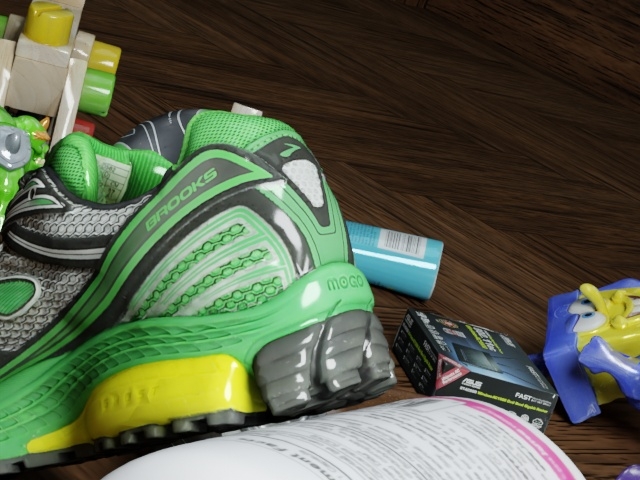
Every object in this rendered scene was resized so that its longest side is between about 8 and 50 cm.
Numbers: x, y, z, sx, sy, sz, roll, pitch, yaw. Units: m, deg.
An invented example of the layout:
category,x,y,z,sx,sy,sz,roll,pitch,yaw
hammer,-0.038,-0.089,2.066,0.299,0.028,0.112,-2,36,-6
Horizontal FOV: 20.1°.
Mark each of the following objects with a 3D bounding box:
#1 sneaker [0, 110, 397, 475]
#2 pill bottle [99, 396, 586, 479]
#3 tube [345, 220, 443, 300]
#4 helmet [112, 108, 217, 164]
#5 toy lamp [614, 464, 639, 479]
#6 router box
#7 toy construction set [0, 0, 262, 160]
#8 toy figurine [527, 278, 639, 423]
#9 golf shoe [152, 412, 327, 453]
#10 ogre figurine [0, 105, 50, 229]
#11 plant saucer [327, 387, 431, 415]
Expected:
category,x,y,z,sx,sy,sz,roll,pitch,yaw
sneaker,-0.111,0.031,0.851,0.344,0.146,0.134,-17,-9,38
pill bottle,-0.010,0.153,0.705,0.160,0.160,0.283,28,17,29
tube,0.000,0.000,1.544,0.207,0.052,0.080,15,9,1
helmet,-0.083,-0.010,1.223,0.161,0.169,0.169,45,23,22
toy lamp,0.290,0.217,1.059,0.275,0.080,0.080,27,16,28
router box,0.113,0.097,1.342,0.092,0.038,0.122,17,14,-16
toy construction set,-0.181,-0.138,1.411,0.309,0.237,0.257,24,14,14
toy figurine,0.250,0.114,1.367,0.217,0.191,0.362,-11,23,15
golf shoe,-0.069,0.113,0.966,0.077,0.094,0.198,32,-14,-10
ogre figurine,-0.238,-0.040,1.205,0.097,0.118,0.197,17,15,-14
plant saucer,0.072,0.139,1.136,0.199,0.036,0.198,19,15,-5
